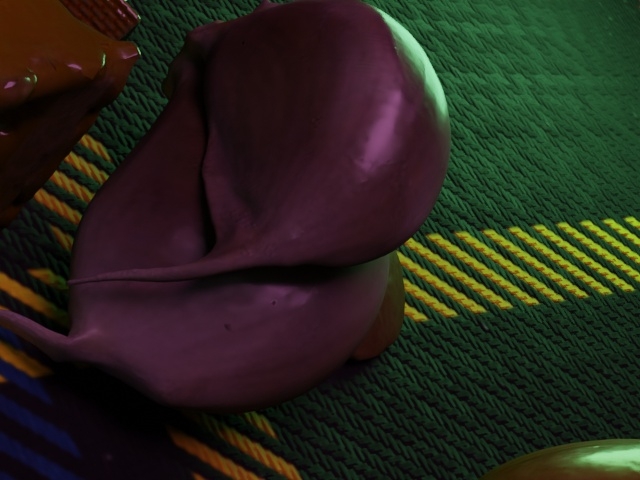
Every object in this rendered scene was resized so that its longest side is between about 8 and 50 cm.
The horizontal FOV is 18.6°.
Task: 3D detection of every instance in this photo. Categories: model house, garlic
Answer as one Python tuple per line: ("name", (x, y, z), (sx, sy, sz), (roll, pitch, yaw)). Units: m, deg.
("model house", (-0.176, -0.169, 1.472), (0.088, 0.100, 0.101), (44, 31, 0))
("garlic", (-0.044, -0.028, 1.315), (0.246, 0.231, 0.340), (44, 45, 0))

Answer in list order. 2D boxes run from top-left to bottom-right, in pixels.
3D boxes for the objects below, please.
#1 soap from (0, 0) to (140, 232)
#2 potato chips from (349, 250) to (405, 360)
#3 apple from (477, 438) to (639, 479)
("soap", (-0.292, -0.027, 0.960), (0.293, 0.335, 0.156), (-13, 62, -51))
("potato chips", (0.001, -0.001, 1.516), (0.195, 0.062, 0.208), (44, 30, -4))
("apple", (0.198, 0.251, 1.301), (0.241, 0.242, 0.242), (5, 39, -1))
